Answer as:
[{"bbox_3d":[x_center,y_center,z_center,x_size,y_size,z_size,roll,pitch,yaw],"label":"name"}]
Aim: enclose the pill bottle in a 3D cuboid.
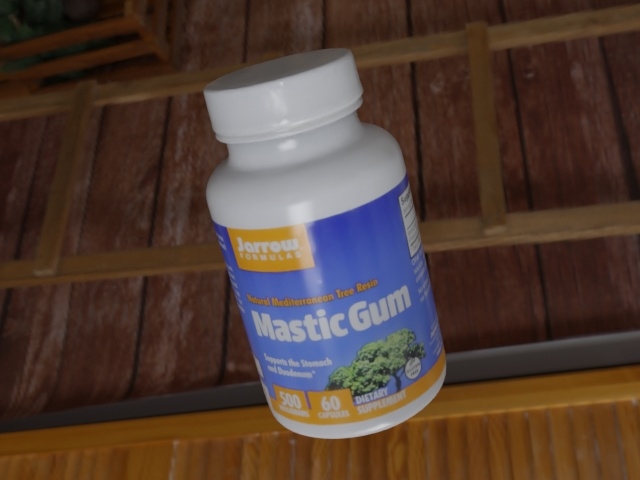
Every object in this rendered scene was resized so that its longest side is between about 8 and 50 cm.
[{"bbox_3d":[0.000,0.000,0.645,0.152,0.152,0.272,-62,140,-63],"label":"pill bottle"}]
